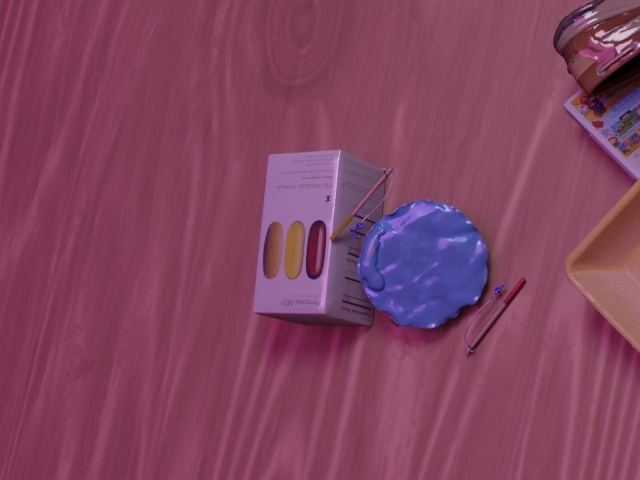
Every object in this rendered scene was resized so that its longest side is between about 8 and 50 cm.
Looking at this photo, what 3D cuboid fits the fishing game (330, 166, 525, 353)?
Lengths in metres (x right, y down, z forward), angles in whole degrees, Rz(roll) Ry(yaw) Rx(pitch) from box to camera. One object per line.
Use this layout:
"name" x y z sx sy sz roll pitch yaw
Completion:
"fishing game" 0.147 0.036 1.882 0.264 0.041 0.189 36 99 4

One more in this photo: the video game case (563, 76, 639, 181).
"video game case" 0.471 -0.183 1.736 0.227 0.026 0.206 -39 59 2

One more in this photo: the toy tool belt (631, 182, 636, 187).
"toy tool belt" 0.438 -0.099 1.758 0.083 0.052 0.051 -43 57 12

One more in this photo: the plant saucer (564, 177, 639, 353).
"plant saucer" 0.522 0.032 1.607 0.333 0.081 0.333 49 116 21

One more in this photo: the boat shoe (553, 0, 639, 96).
"boat shoe" 0.469 -0.280 1.707 0.324 0.122 0.120 -23 70 15

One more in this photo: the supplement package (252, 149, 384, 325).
"supplement package" 0.000 0.000 1.984 0.139 0.134 0.244 -2 78 34
